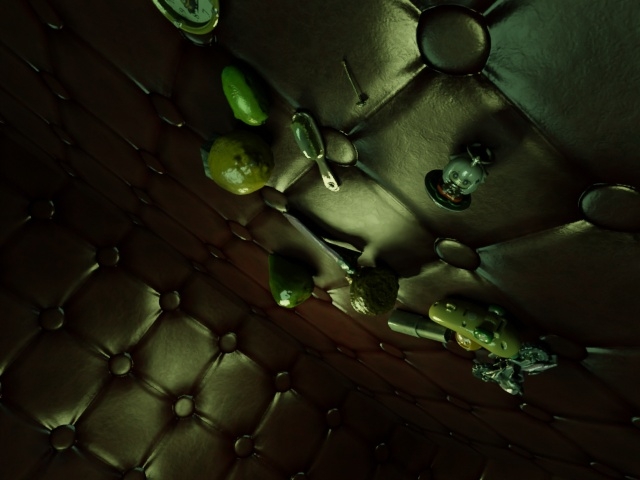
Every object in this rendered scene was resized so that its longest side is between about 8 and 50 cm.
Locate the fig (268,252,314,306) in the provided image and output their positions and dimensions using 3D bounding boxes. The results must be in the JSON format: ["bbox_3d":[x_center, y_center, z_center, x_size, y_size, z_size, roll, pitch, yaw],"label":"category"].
[{"bbox_3d":[-0.164,0.169,2.138,0.275,0.206,0.206,47,161,23],"label":"fig"}]

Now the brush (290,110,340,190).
[{"bbox_3d":[-0.016,-0.241,1.364,0.072,0.067,0.313,15,151,32],"label":"brush"}]

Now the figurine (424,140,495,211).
[{"bbox_3d":[0.328,-0.158,1.065,0.132,0.132,0.154,33,141,1],"label":"figurine"}]

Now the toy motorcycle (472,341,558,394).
[{"bbox_3d":[0.711,0.460,1.677,0.188,0.143,0.327,32,140,-8],"label":"toy motorcycle"}]

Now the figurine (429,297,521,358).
[{"bbox_3d":[0.531,0.304,1.617,0.324,0.124,0.222,19,151,36],"label":"figurine"}]

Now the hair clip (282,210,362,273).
[{"bbox_3d":[0.000,0.001,1.765,0.358,0.110,0.096,33,115,11],"label":"hair clip"}]

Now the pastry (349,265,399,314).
[{"bbox_3d":[0.199,0.184,1.721,0.189,0.189,0.103,46,157,-25],"label":"pastry"}]

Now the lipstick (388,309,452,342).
[{"bbox_3d":[0.403,0.351,1.894,0.253,0.077,0.079,8,145,43],"label":"lipstick"}]

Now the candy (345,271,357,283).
[{"bbox_3d":[0.129,0.150,1.900,0.053,0.046,0.182,22,155,26],"label":"candy"}]

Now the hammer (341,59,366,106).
[{"bbox_3d":[0.076,-0.367,1.091,0.029,0.014,0.123,1,138,35],"label":"hammer"}]

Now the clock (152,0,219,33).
[{"bbox_3d":[-0.321,-0.604,1.085,0.237,0.057,0.237,25,151,15],"label":"clock"}]

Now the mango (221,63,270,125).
[{"bbox_3d":[-0.209,-0.395,1.274,0.119,0.100,0.178,6,136,48],"label":"mango"}]

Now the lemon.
[{"bbox_3d":[-0.251,-0.246,1.469,0.204,0.204,0.260,47,166,-26],"label":"lemon"}]

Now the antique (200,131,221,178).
[{"bbox_3d":[-0.359,-0.283,1.656,0.086,0.088,0.183,30,154,9],"label":"antique"}]
